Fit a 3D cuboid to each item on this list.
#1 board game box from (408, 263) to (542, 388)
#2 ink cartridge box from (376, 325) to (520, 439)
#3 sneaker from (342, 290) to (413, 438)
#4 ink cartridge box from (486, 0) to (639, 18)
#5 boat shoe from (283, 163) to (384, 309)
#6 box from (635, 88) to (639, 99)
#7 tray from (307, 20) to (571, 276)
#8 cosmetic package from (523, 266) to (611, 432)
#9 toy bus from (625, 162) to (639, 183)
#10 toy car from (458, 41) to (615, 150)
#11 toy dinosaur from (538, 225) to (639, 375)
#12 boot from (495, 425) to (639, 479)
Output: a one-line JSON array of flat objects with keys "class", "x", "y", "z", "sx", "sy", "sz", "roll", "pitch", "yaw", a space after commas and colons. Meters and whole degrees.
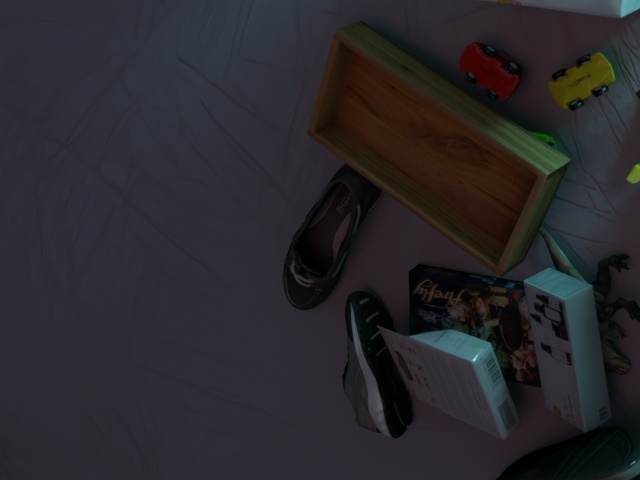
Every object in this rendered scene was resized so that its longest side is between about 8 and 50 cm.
[{"class": "board game box", "x": 0.263, "y": 0.139, "z": 1.788, "sx": 0.243, "sy": 0.042, "sz": 0.165, "roll": 9, "pitch": 113, "yaw": 31}, {"class": "ink cartridge box", "x": 0.213, "y": 0.220, "z": 1.808, "sx": 0.225, "sy": 0.056, "sz": 0.181, "roll": 21, "pitch": 143, "yaw": 50}, {"class": "sneaker", "x": 0.077, "y": 0.220, "z": 1.913, "sx": 0.108, "sy": 0.100, "sz": 0.271, "roll": 0, "pitch": 108, "yaw": 39}, {"class": "ink cartridge box", "x": 0.309, "y": -0.420, "z": 1.440, "sx": 0.270, "sy": 0.198, "sz": 0.197, "roll": 15, "pitch": 117, "yaw": 30}, {"class": "boat shoe", "x": 0.000, "y": 0.000, "z": 1.876, "sx": 0.112, "sy": 0.095, "sz": 0.335, "roll": 39, "pitch": 125, "yaw": 15}, {"class": "box", "x": 0.489, "y": -0.205, "z": 1.495, "sx": 0.083, "sy": 0.052, "sz": 0.062, "roll": -37, "pitch": 85, "yaw": 36}, {"class": "tray", "x": 0.169, "y": -0.146, "z": 1.678, "sx": 0.411, "sy": 0.076, "sz": 0.203, "roll": 38, "pitch": 134, "yaw": 23}, {"class": "cosmetic package", "x": 0.377, "y": 0.168, "z": 1.666, "sx": 0.099, "sy": 0.060, "sz": 0.239, "roll": 30, "pitch": 139, "yaw": 58}, {"class": "toy bus", "x": 0.551, "y": -0.104, "z": 1.447, "sx": 0.220, "sy": 0.149, "sz": 0.211, "roll": 32, "pitch": 110, "yaw": 23}, {"class": "toy car", "x": 0.322, "y": -0.180, "z": 1.617, "sx": 0.239, "sy": 0.053, "sz": 0.225, "roll": 11, "pitch": 114, "yaw": 31}, {"class": "toy dinosaur", "x": 0.422, "y": 0.084, "z": 1.652, "sx": 0.118, "sy": 0.064, "sz": 0.268, "roll": -25, "pitch": 90, "yaw": 44}, {"class": "boot", "x": 0.447, "y": 0.451, "z": 1.689, "sx": 0.284, "sy": 0.138, "sz": 0.377, "roll": 54, "pitch": 148, "yaw": 2}]
